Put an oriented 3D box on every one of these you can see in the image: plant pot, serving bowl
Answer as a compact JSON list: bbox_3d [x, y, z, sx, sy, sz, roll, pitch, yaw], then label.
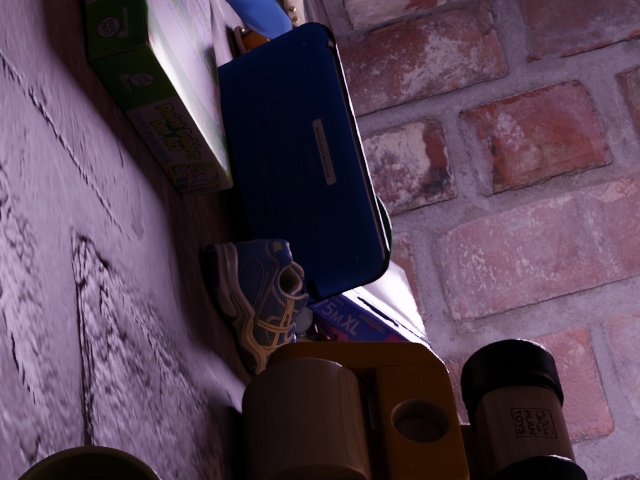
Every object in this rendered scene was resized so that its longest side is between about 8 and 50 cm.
[{"bbox_3d":[-0.107,0.151,0.652,0.079,0.083,0.083,89,-9,-61],"label":"plant pot"},{"bbox_3d":[-0.027,0.078,1.746,0.083,0.027,0.083,-15,90,-83],"label":"serving bowl"}]

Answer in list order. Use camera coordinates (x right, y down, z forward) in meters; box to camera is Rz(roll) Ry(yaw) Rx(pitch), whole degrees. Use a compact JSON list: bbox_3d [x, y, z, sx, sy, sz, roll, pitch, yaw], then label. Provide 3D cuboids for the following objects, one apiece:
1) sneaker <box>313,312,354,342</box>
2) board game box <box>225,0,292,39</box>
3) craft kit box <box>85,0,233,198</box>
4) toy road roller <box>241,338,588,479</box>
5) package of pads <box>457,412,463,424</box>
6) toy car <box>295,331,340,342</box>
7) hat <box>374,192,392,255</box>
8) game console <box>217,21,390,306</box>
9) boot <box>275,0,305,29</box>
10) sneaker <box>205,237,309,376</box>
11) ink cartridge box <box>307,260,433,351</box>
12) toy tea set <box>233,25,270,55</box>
[{"bbox_3d":[0.042,0.160,1.901,0.104,0.095,0.236,-38,114,-75],"label":"sneaker"},{"bbox_3d":[-0.110,-0.318,1.787,0.168,0.033,0.133,51,26,4],"label":"board game box"},{"bbox_3d":[-0.145,-0.200,1.189,0.250,0.061,0.246,64,13,-62],"label":"craft kit box"},{"bbox_3d":[0.087,0.242,1.259,0.202,0.330,0.240,-97,-168,-50],"label":"toy road roller"},{"bbox_3d":[0.146,0.359,1.694,0.229,0.101,0.296,65,-18,16],"label":"package of pads"},{"bbox_3d":[0.021,0.222,1.701,0.239,0.053,0.224,19,56,-82],"label":"toy car"},{"bbox_3d":[0.000,0.000,2.202,0.208,0.184,0.172,-8,-90,55],"label":"hat"},{"bbox_3d":[-0.020,-0.062,1.534,0.173,0.250,0.293,3,69,-56],"label":"game console"},{"bbox_3d":[-0.080,-0.402,2.142,0.203,0.095,0.262,-96,173,-50],"label":"boot"},{"bbox_3d":[-0.047,0.070,1.326,0.211,0.081,0.080,68,7,-57],"label":"sneaker"},{"bbox_3d":[0.043,0.062,1.747,0.186,0.065,0.311,36,11,-16],"label":"ink cartridge box"},{"bbox_3d":[-0.026,-0.220,1.886,0.200,0.124,0.336,56,14,-36],"label":"toy tea set"}]
